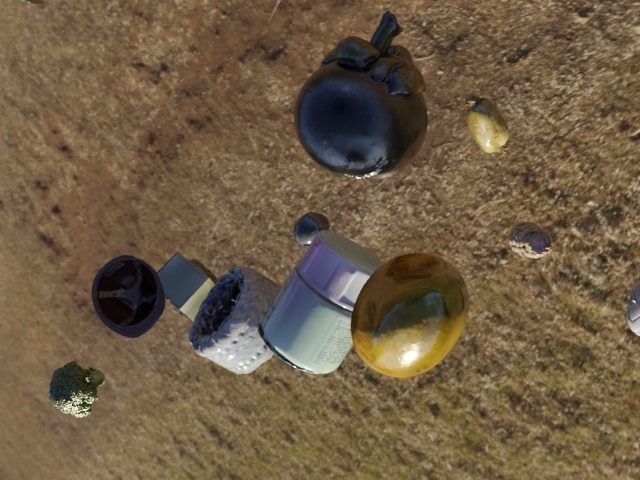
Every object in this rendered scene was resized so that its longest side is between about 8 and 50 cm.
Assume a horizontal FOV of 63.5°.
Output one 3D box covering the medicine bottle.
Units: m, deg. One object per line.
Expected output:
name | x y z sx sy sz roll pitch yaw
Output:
medicine bottle | 0.008 0.086 0.734 0.135 0.135 0.169 37 106 23

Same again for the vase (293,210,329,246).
vase | 0.000 0.000 1.598 0.183 0.120 0.120 51 137 -11

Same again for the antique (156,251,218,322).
antique | -0.377 0.137 1.493 0.151 0.148 0.147 34 164 27

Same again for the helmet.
helmet | -0.235 0.077 0.666 0.111 0.089 0.057 47 173 20

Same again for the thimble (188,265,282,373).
thimble | -0.196 0.193 1.271 0.157 0.246 0.217 37 175 -29

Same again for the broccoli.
broccoli | -0.556 0.336 1.182 0.130 0.120 0.132 10 106 32

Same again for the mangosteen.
mangosteen | 0.070 -0.219 0.792 0.211 0.211 0.250 24 113 32

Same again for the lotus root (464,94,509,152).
lotus root | 0.319 -0.213 0.979 0.063 0.072 0.152 -15 135 37

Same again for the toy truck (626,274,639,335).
toy truck | 0.700 0.031 0.970 0.177 0.364 0.177 15 162 19

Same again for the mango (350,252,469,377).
mango | 0.075 0.066 0.443 0.089 0.165 0.115 38 103 0

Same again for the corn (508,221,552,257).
corn | 0.523 -0.003 1.294 0.092 0.280 0.092 0 91 16

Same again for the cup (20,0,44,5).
cup | -0.245 -0.329 0.318 0.203 0.203 0.289 33 108 26
